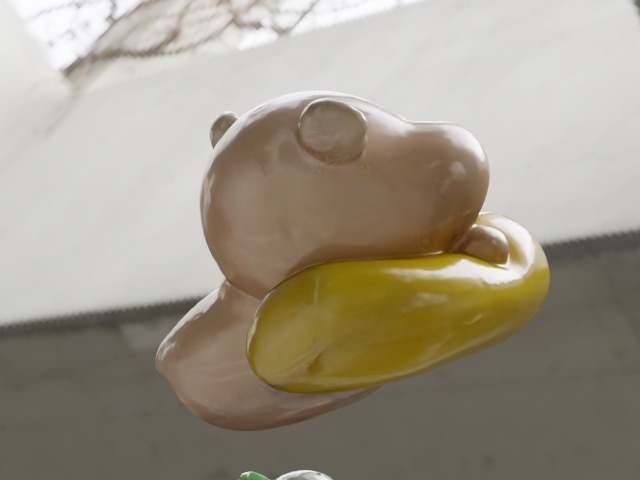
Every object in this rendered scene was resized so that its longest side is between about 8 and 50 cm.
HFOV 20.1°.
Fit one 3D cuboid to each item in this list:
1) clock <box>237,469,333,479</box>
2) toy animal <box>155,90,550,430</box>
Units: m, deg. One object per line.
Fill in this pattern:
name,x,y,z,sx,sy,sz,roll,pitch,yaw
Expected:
clock,-0.014,0.298,1.762,0.144,0.103,0.231,-10,-43,29
toy animal,0.017,-0.005,1.379,0.345,0.278,0.246,-34,-105,64
